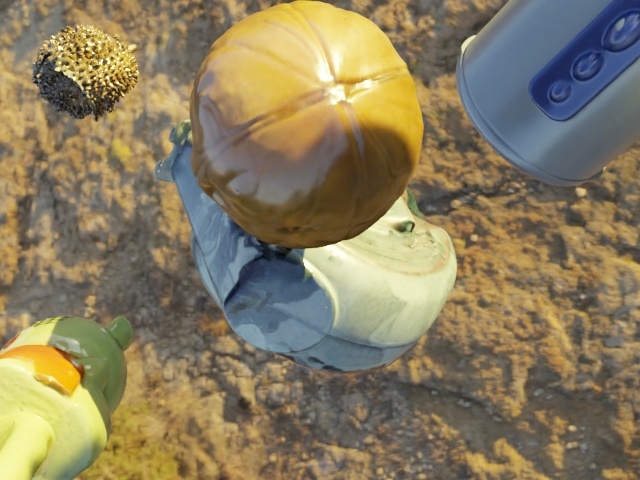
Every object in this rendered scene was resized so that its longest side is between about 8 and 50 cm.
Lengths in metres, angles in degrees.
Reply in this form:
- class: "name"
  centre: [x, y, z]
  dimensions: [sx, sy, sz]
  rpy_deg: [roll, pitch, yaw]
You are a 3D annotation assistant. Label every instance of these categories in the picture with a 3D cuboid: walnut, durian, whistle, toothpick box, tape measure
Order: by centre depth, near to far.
- class: "walnut"
  centre: [-0.014, -0.077, 0.604]
  dimensions: [0.207, 0.167, 0.168]
  rpy_deg: [144, 126, -77]
- class: "whistle"
  centre: [-0.216, 0.131, 0.645]
  dimensions: [0.131, 0.288, 0.106]
  rpy_deg: [-34, 101, 7]
- class: "durian"
  centre: [-0.186, -0.137, 0.691]
  dimensions: [0.080, 0.091, 0.080]
  rpy_deg: [36, 147, 28]
- class: "tape measure"
  centre: [0.000, 0.000, 0.834]
  dimensions: [0.147, 0.275, 0.256]
  rpy_deg: [-55, 43, 30]
- class: "toothpick box"
  centre: [0.345, -0.244, 0.994]
  dimensions: [0.355, 0.262, 0.263]
  rpy_deg: [-46, 57, 44]
